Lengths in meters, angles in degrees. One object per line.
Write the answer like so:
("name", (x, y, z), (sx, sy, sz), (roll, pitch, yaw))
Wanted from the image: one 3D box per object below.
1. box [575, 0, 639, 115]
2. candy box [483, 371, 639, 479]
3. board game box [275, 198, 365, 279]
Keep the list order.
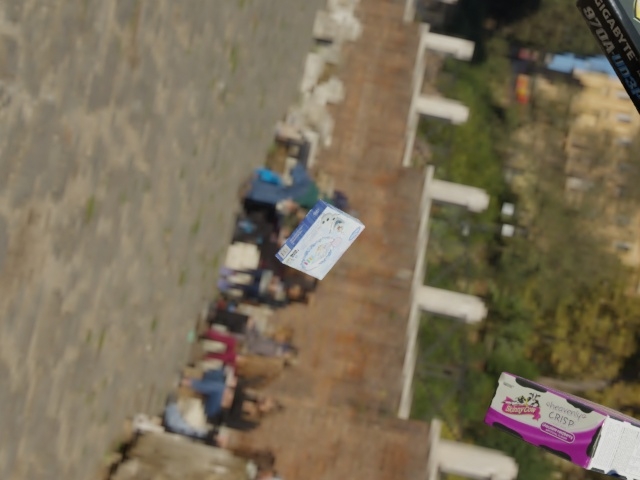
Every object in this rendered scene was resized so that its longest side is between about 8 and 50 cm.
("box", (0.372, -0.175, 1.329), (0.220, 0.175, 0.051), (62, -24, 11))
("candy box", (0.330, 0.234, 1.674), (0.233, 0.159, 0.071), (23, 88, -46))
("board game box", (0.000, 0.000, 1.713), (0.090, 0.020, 0.090), (-50, 144, 9))
